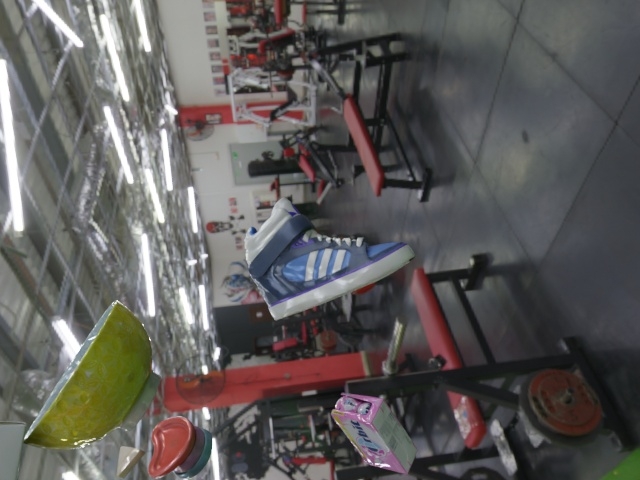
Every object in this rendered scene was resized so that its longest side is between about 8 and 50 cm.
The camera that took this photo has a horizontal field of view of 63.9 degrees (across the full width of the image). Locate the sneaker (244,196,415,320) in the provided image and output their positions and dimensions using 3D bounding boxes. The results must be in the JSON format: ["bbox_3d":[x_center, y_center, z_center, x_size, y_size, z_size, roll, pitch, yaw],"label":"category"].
[{"bbox_3d":[0.000,0.000,1.040,0.130,0.323,0.236,21,-134,-77],"label":"sneaker"}]

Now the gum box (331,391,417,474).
[{"bbox_3d":[0.113,0.403,1.083,0.062,0.107,0.188,-53,-57,-37],"label":"gum box"}]

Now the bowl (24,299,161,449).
[{"bbox_3d":[-0.403,0.275,0.979,0.289,0.156,0.289,-48,20,24],"label":"bowl"}]

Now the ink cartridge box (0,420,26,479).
[{"bbox_3d":[-0.564,0.422,0.836,0.273,0.114,0.197,-46,42,48],"label":"ink cartridge box"}]

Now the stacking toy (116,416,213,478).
[{"bbox_3d":[-0.399,0.633,1.311,0.130,0.279,0.309,49,-154,-37],"label":"stacking toy"}]
